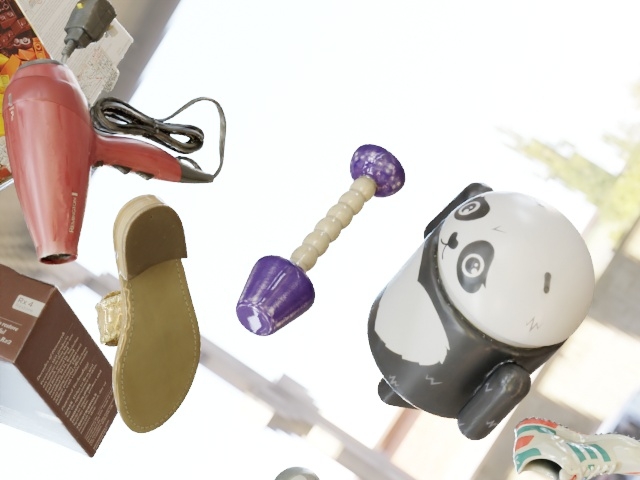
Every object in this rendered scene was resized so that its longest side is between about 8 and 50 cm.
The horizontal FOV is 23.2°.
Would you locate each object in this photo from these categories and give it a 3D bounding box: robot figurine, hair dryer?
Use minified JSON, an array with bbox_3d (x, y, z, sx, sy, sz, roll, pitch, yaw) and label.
[{"bbox_3d":[0.151,0.070,1.558,0.174,0.209,0.278,-32,-13,-42],"label":"robot figurine"},{"bbox_3d":[-0.198,-0.092,1.477,0.080,0.223,0.293,-30,23,47],"label":"hair dryer"}]

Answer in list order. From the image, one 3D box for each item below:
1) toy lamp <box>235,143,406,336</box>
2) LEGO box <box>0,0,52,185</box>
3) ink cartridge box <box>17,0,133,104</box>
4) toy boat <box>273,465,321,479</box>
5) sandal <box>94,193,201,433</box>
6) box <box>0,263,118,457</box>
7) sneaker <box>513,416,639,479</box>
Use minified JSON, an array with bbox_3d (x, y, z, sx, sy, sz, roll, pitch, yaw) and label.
[{"bbox_3d":[0.000,0.000,1.692,0.274,0.080,0.080,-51,-13,-36],"label":"toy lamp"},{"bbox_3d":[-0.534,-0.181,1.840,0.193,0.372,0.500,-36,8,-35],"label":"LEGO box"},{"bbox_3d":[-0.378,-0.307,2.190,0.056,0.224,0.181,-25,27,35],"label":"ink cartridge box"},{"bbox_3d":[-0.036,0.418,2.031,0.148,0.267,0.318,-35,-38,-15],"label":"toy boat"},{"bbox_3d":[-0.164,0.054,1.397,0.088,0.079,0.240,-18,-52,-29],"label":"sandal"},{"bbox_3d":[-0.447,0.180,2.370,0.143,0.191,0.381,-63,-23,-24],"label":"box"},{"bbox_3d":[0.293,0.253,1.749,0.057,0.161,0.075,98,-173,-48],"label":"sneaker"}]
